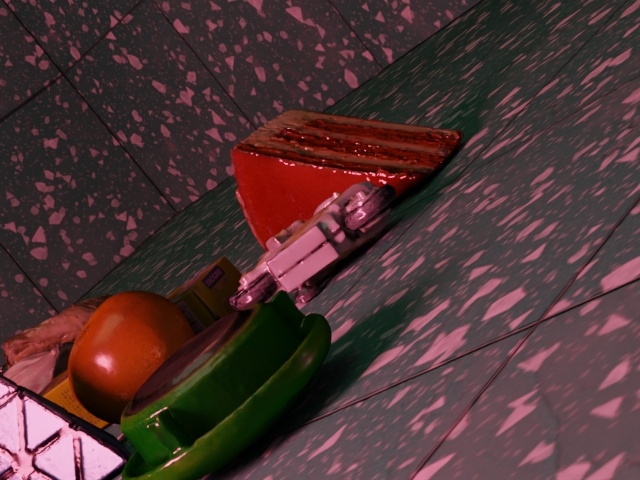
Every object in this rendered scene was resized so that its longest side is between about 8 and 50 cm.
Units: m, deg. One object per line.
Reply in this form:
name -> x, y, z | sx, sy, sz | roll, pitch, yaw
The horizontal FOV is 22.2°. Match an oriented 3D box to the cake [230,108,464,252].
cake -> 0.025, -0.105, 1.933 | 0.262, 0.160, 0.158 | -31, 8, 41

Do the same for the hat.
hat -> -0.415, 0.232, 2.162 | 0.226, 0.164, 0.219 | -14, 13, 16

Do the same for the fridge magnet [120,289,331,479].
fridge magnet -> -0.080, 0.123, 1.302 | 0.208, 0.088, 0.208 | -39, 7, 6

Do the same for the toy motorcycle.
toy motorcycle -> 0.000, 0.000, 1.750 | 0.228, 0.074, 0.151 | -38, 4, 22

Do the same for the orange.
orange -> -0.202, 0.130, 1.780 | 0.155, 0.134, 0.155 | -60, 8, 15

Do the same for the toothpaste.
toothpaste -> -0.218, 0.143, 1.939 | 0.327, 0.077, 0.110 | -35, 9, 28

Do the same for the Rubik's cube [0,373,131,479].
Rubik's cube -> -0.235, 0.214, 1.672 | 0.178, 0.211, 0.190 | -3, 5, 40

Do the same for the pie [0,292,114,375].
pie -> -0.390, 0.186, 2.337 | 0.337, 0.075, 0.337 | -37, -12, -9
